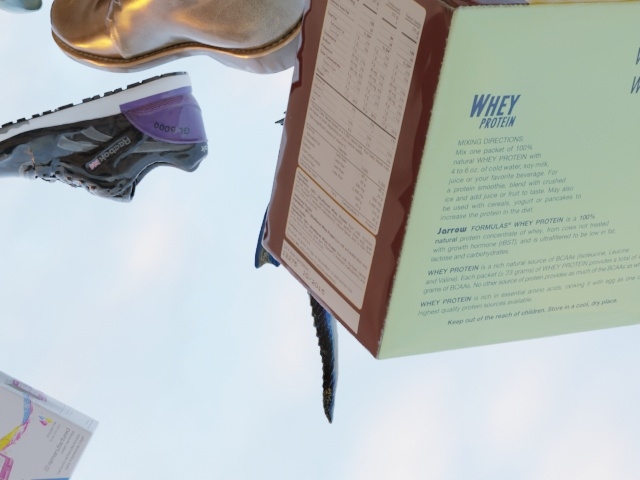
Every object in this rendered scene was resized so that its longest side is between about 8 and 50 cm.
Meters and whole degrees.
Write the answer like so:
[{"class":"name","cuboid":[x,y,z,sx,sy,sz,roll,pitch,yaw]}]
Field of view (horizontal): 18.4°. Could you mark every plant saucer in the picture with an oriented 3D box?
[{"class":"plant saucer","cuboid":[-0.384,-0.306,2.348,0.021,0.119,0.119,-48,-142,21]}]

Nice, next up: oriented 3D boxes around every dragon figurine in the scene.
[{"class":"dragon figurine","cuboid":[0.000,0.000,1.699,0.085,0.144,0.289,13,-99,56]}]

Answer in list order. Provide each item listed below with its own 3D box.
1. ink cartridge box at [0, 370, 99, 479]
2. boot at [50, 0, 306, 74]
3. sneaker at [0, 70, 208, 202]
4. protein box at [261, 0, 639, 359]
[{"class":"ink cartridge box","cuboid":[-0.257,0.163,1.620,0.088,0.122,0.052,-62,-178,6]},{"class":"boot","cuboid":[-0.131,-0.206,1.605,0.305,0.115,0.112,5,-121,45]},{"class":"sneaker","cuboid":[-0.266,-0.092,2.228,0.283,0.107,0.124,-17,-91,3]},{"class":"protein box","cuboid":[0.098,-0.063,1.085,0.136,0.200,0.201,44,-49,47]}]
